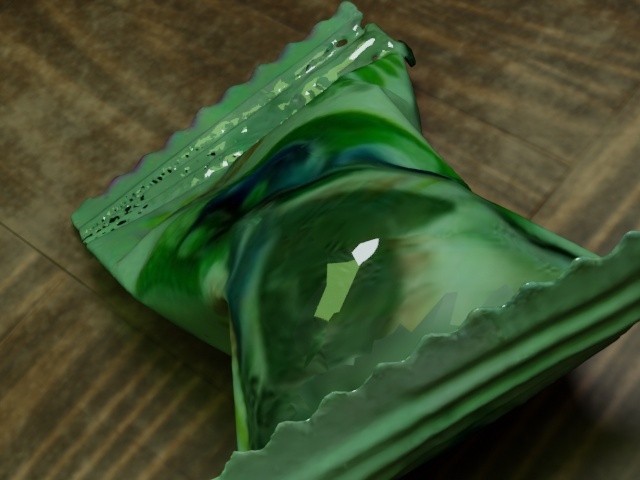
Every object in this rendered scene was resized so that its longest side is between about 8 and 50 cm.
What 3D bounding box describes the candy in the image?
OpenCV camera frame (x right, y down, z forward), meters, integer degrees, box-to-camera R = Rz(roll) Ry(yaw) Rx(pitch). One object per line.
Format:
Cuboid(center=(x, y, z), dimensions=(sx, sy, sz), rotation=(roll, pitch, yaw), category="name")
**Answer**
Cuboid(center=(-0.003, -0.005, 0.767), dimensions=(0.263, 0.172, 0.398), rotation=(-30, 41, -7), category="candy")
